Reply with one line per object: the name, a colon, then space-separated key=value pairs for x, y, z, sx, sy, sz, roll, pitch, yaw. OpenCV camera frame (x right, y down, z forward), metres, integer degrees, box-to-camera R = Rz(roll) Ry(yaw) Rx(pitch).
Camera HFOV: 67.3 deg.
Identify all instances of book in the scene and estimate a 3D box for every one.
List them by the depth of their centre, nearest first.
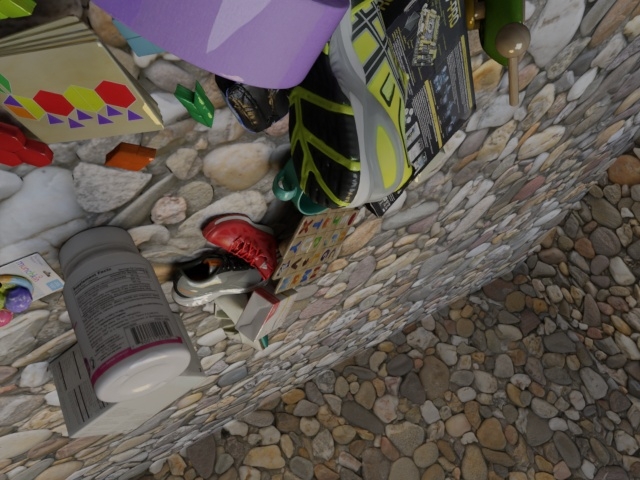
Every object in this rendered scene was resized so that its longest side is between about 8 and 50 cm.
book: x=0.230 y=-0.214 z=1.099 sx=0.035 sy=0.144 sz=0.096 roll=12 pitch=137 yaw=-24

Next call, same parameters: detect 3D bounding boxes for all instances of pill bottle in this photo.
pill bottle: x=-0.357 y=0.123 z=0.856 sx=0.160 sy=0.283 sz=0.160 roll=-26 pitch=154 yaw=-14

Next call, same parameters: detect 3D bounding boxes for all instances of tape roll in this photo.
tape roll: x=-0.108 y=-0.267 z=0.452 sx=0.274 sy=0.275 sz=0.090 roll=-2 pitch=141 yaw=-48

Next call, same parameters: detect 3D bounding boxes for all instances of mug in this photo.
mug: x=-0.023 y=-0.135 z=0.996 sx=0.129 sy=0.097 sz=0.157 roll=-44 pitch=152 yaw=15

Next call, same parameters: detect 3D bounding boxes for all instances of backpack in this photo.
backpack: x=-0.100 y=-0.235 z=0.745 sx=0.104 sy=0.084 sz=0.114 roll=-31 pitch=150 yaw=-3

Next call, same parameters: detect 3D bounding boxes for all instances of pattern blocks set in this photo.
pattern blocks set: x=-0.287 y=-0.168 z=0.540 sx=0.324 sy=0.026 sz=0.285 roll=0 pitch=154 yaw=4

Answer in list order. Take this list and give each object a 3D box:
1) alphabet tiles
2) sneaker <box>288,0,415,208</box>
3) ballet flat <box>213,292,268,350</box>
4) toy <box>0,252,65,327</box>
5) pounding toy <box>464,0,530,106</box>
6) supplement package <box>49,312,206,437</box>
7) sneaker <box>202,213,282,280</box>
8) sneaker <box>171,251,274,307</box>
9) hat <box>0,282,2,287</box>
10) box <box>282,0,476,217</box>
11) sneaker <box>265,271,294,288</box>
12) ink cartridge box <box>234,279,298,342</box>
alphabet tiles: x=0.000 y=0.000 z=1.216 sx=0.285 sy=0.011 sz=0.342 roll=-62 pitch=161 yaw=18
sneaker: x=0.030 y=-0.233 z=0.620 sx=0.147 sy=0.386 sz=0.145 roll=-6 pitch=-178 yaw=-40
ballet flat: x=-0.233 y=0.210 z=1.376 sx=0.139 sy=0.139 sz=0.400 roll=-26 pitch=150 yaw=-15
toy: x=-0.589 y=0.122 z=0.854 sx=0.237 sy=0.056 sz=0.137 roll=-24 pitch=155 yaw=-18
pounding toy: x=0.289 y=-0.376 z=0.847 sx=0.109 sy=0.237 sz=0.183 roll=-4 pitch=157 yaw=13
supplement package: x=-0.469 y=0.320 z=1.184 sx=0.262 sy=0.198 sz=0.199 roll=-36 pitch=154 yaw=8
sneaker: x=-0.157 y=0.019 z=1.086 sx=0.087 sy=0.128 sz=0.221 roll=-45 pitch=153 yaw=25
sneaker: x=-0.221 y=0.073 z=1.152 sx=0.271 sy=0.100 sz=0.108 roll=-19 pitch=144 yaw=-29
hat: x=-0.608 y=0.096 z=0.620 sx=0.331 sy=0.331 sz=0.134 roll=-25 pitch=115 yaw=-17
box: x=0.135 y=-0.251 z=0.861 sx=0.318 sy=0.097 sz=0.395 roll=-48 pitch=150 yaw=-1
sneaker: x=-0.078 y=0.084 z=1.380 sx=0.237 sy=0.086 sz=0.085 roll=-45 pitch=126 yaw=-1
ink cartridge box: x=-0.126 y=0.173 z=1.237 sx=0.115 sy=0.067 sz=0.198 roll=-61 pitch=166 yaw=15
